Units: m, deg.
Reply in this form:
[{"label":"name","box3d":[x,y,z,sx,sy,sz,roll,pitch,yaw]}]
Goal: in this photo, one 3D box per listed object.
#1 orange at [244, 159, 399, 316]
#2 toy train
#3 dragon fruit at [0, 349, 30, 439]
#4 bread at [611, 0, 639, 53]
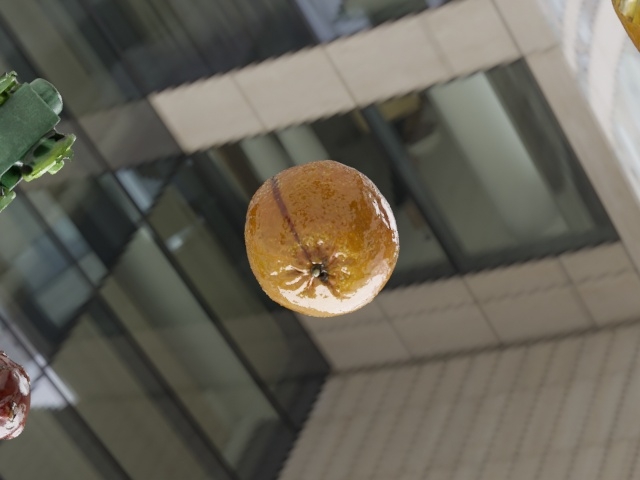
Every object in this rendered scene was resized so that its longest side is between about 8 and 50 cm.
[{"label":"orange","box3d":[0.000,0.000,1.940,0.193,0.193,0.161,-30,-170,5]},{"label":"toy train","box3d":[-0.452,-0.106,2.114,0.272,0.159,0.188,-48,-166,-28]},{"label":"dragon fruit","box3d":[-0.459,0.217,2.158,0.246,0.125,0.125,-41,156,-87]},{"label":"bread","box3d":[0.308,-0.179,1.233,0.132,0.114,0.190,-8,-129,-22]}]
